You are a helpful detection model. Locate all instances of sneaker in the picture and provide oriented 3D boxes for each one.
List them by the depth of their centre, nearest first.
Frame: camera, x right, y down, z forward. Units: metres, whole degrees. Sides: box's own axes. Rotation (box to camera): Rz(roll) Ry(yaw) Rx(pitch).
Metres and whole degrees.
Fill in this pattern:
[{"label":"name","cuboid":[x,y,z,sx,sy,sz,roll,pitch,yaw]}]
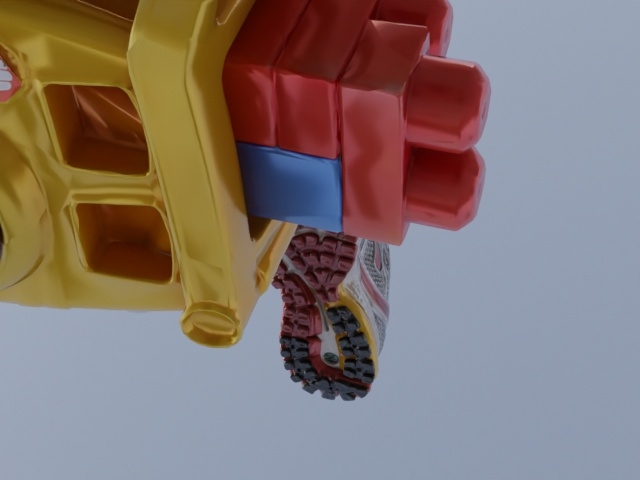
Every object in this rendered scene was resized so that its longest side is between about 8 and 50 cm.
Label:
[{"label":"sneaker","cuboid":[0.000,0.000,1.052,0.088,0.225,0.092,4,-143,17]}]

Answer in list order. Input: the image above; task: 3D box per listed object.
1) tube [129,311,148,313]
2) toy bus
[{"label":"tube","cuboid":[-0.133,-0.073,0.783,0.070,0.062,0.240,-10,-121,-52]},{"label":"toy bus","cuboid":[-0.054,-0.075,0.427,0.212,0.220,0.149,11,-133,18]}]
